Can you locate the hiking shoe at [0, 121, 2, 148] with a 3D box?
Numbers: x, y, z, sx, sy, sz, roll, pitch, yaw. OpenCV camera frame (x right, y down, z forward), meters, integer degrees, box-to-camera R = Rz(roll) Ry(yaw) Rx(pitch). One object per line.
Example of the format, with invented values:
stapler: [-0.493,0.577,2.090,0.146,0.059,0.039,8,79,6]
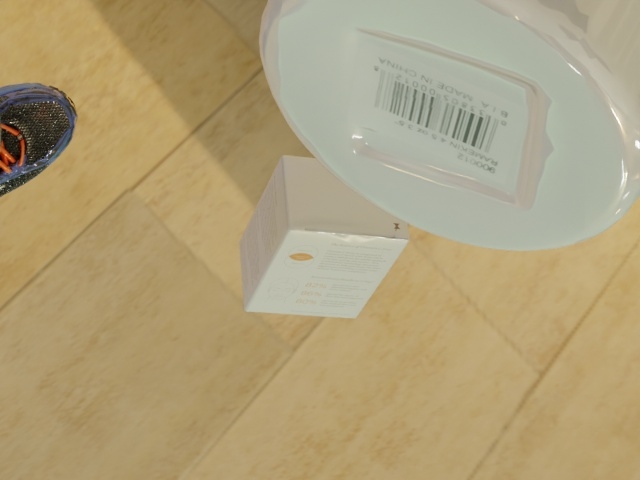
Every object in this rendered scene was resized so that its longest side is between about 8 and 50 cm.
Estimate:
hiking shoe: [-0.286,-0.070,0.830,0.113,0.132,0.304,11,34,4]

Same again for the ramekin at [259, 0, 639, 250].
ramekin: [0.097,-0.118,0.790,0.277,0.277,0.135,37,59,-13]

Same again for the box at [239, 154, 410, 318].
box: [0.000,0.000,1.340,0.130,0.170,0.091,5,57,-18]

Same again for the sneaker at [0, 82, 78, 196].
sneaker: [-0.288,-0.048,1.017,0.221,0.087,0.083,-33,115,-6]
